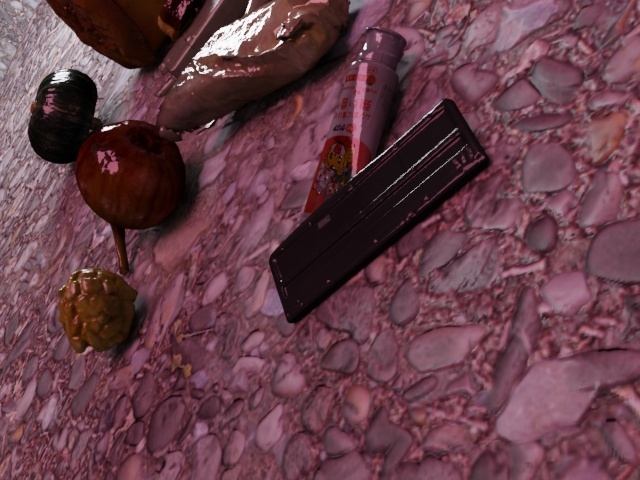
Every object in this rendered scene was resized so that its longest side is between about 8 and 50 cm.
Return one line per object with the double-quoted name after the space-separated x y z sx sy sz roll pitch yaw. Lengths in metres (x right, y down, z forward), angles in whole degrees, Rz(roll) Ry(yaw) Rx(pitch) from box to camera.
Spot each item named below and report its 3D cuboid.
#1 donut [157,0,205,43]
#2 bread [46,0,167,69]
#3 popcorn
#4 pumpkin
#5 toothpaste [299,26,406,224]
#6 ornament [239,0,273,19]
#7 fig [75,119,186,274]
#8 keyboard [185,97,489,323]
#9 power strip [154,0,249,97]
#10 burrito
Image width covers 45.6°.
-0.251 -0.437 1.433 0.140 0.059 0.140 -52 3 4 "donut"
-0.437 -0.491 1.573 0.172 0.312 0.312 -52 32 -11 "bread"
-0.320 0.097 1.096 0.116 0.120 0.106 -38 4 18 "popcorn"
-0.559 -0.272 1.675 0.211 0.152 0.211 -24 61 54 "pumpkin"
0.040 -0.121 0.853 0.089 0.057 0.234 10 80 49 "toothpaste"
-0.091 -0.392 1.222 0.075 0.081 0.156 0 62 15 "ornament"
-0.302 -0.078 1.183 0.175 0.175 0.207 -97 29 -44 "fig"
0.008 0.005 0.796 0.381 0.041 0.103 -36 51 21 "keyboard"
-0.211 -0.375 1.382 0.288 0.053 0.093 -52 33 11 "power strip"
-0.092 -0.269 1.098 0.348 0.107 0.175 -25 30 38 "burrito"
